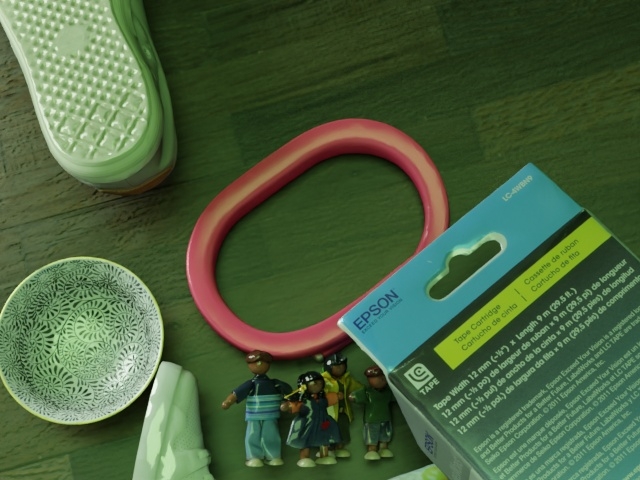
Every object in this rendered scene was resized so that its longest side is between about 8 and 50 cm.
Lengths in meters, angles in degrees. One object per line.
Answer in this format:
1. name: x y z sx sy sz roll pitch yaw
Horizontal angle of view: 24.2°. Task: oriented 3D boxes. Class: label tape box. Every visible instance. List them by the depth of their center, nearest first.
1. label tape box: 0.220 0.136 1.350 0.249 0.115 0.348 -39 68 -13

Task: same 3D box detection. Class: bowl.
1. bowl: -0.237 0.108 1.511 0.170 0.080 0.170 -1 75 2

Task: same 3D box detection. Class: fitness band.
1. fitness band: 0.000 0.000 1.549 0.291 0.054 0.209 -36 73 -8

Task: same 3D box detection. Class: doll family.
1. doll family: -0.005 0.161 1.467 0.076 0.193 0.111 0 91 47

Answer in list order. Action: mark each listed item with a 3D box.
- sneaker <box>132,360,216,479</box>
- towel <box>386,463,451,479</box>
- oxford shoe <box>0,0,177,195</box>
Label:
1. sneaker: -0.102 0.271 1.454 0.169 0.108 0.293 5 83 1
2. towel: 0.146 0.358 1.365 0.374 0.090 0.321 -15 75 -26
3. oxford shoe: -0.252 -0.226 1.590 0.169 0.130 0.449 -20 60 3
